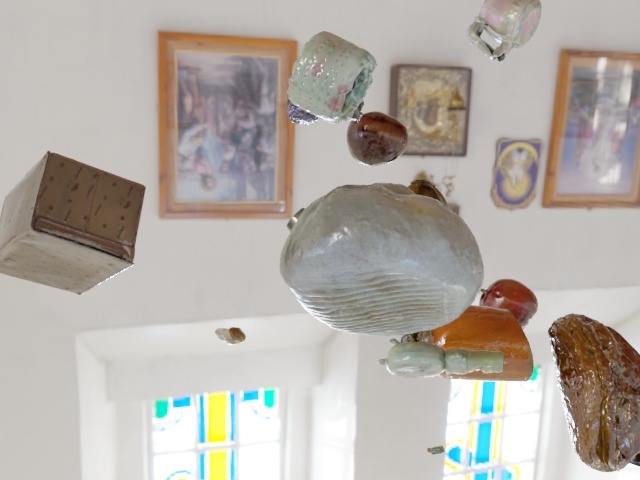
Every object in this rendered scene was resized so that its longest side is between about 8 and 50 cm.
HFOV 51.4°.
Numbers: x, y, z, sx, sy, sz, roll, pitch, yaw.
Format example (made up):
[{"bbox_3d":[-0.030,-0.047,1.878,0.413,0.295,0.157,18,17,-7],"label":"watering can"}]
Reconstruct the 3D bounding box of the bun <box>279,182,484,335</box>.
[{"bbox_3d":[0.103,0.032,1.153,0.362,0.362,0.211,1,-122,3],"label":"bun"}]

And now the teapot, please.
[{"bbox_3d":[0.596,-0.703,2.171,0.178,0.221,0.163,36,-155,29],"label":"teapot"}]

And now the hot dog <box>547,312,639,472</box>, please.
[{"bbox_3d":[0.686,0.364,1.630,0.267,0.387,0.174,9,155,-36],"label":"hot dog"}]

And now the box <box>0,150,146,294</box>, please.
[{"bbox_3d":[-0.552,-0.028,1.441,0.225,0.190,0.297,21,150,-35],"label":"box"}]

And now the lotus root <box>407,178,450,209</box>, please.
[{"bbox_3d":[0.379,-0.018,2.279,0.196,0.397,0.179,0,168,-44],"label":"lotus root"}]

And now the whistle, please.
[{"bbox_3d":[0.249,0.248,1.388,0.258,0.067,0.126,0,155,9],"label":"whistle"}]

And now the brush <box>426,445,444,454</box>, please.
[{"bbox_3d":[0.305,0.568,1.796,0.021,0.018,0.083,-23,171,-27],"label":"brush"}]

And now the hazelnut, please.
[{"bbox_3d":[0.179,-0.322,2.126,0.204,0.178,0.178,11,-163,17],"label":"hazelnut"}]

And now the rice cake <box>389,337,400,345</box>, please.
[{"bbox_3d":[0.296,0.389,2.440,0.022,0.021,0.121,-23,135,33],"label":"rice cake"}]

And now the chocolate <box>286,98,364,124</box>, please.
[{"bbox_3d":[0.009,-0.381,1.836,0.126,0.148,0.343,-37,-158,-14],"label":"chocolate"}]

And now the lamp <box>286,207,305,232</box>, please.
[{"bbox_3d":[0.000,0.000,2.000,0.215,0.121,0.121,44,-155,8],"label":"lamp"}]

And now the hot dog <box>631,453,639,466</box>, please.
[{"bbox_3d":[0.980,0.504,1.807,0.326,0.107,0.194,-25,-159,-20],"label":"hot dog"}]

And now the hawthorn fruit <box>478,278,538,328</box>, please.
[{"bbox_3d":[0.587,0.202,2.136,0.200,0.179,0.179,30,-160,7],"label":"hawthorn fruit"}]

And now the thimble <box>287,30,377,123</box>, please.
[{"bbox_3d":[0.029,-0.373,1.554,0.149,0.185,0.211,30,-177,11],"label":"thimble"}]

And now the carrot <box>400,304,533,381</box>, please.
[{"bbox_3d":[0.367,0.260,1.723,0.331,0.193,0.214,-3,-141,10],"label":"carrot"}]

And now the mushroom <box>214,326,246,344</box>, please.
[{"bbox_3d":[-0.292,0.302,2.118,0.054,0.059,0.202,-33,-174,-24],"label":"mushroom"}]
